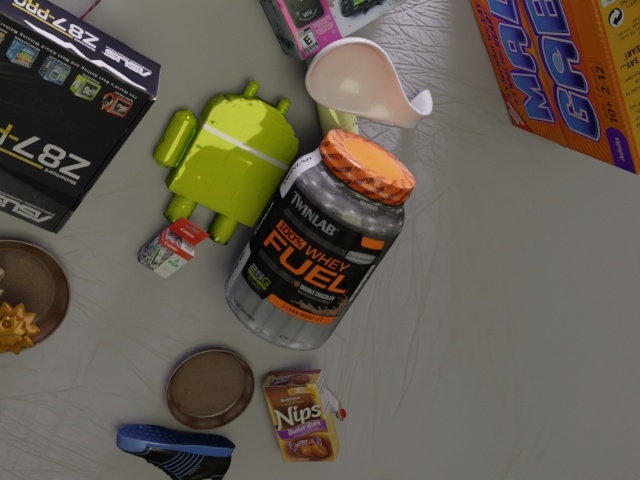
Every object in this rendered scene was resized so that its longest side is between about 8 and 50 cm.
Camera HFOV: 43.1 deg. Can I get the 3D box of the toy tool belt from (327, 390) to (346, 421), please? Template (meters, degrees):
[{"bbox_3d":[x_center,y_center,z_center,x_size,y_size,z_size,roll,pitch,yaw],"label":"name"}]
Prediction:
[{"bbox_3d":[0.008,0.329,1.601,0.051,0.052,0.083,-27,118,26],"label":"toy tool belt"}]

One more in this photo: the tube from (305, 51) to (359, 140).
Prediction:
[{"bbox_3d":[0.029,-0.212,1.390,0.062,0.070,0.240,-5,111,13],"label":"tube"}]

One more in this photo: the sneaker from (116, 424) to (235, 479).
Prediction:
[{"bbox_3d":[-0.272,0.403,1.498,0.232,0.081,0.091,16,96,-27],"label":"sneaker"}]

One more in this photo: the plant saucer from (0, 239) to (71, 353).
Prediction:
[{"bbox_3d":[-0.508,0.087,1.312,0.198,0.036,0.199,-7,111,-18],"label":"plant saucer"}]

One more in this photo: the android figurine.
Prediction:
[{"bbox_3d":[-0.146,-0.132,1.355,0.248,0.056,0.273,23,103,-26],"label":"android figurine"}]

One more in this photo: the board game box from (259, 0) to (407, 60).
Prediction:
[{"bbox_3d":[-0.012,-0.470,1.255,0.224,0.097,0.303,-31,116,-7],"label":"board game box"}]

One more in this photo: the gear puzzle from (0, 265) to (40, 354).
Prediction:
[{"bbox_3d":[-0.589,0.076,1.232,0.339,0.044,0.175,37,95,-15],"label":"gear puzzle"}]

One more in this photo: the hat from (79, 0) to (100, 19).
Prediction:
[{"bbox_3d":[-0.365,-0.297,1.231,0.208,0.184,0.173,-11,136,12],"label":"hat"}]

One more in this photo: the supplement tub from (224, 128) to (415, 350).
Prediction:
[{"bbox_3d":[0.000,0.000,1.340,0.207,0.207,0.338,19,116,-26],"label":"supplement tub"}]

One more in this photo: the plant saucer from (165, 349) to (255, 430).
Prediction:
[{"bbox_3d":[-0.206,0.273,1.504,0.168,0.029,0.169,-8,112,-19],"label":"plant saucer"}]

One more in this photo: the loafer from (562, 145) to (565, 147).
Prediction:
[{"bbox_3d":[0.566,-0.251,1.565,0.267,0.096,0.084,-34,154,-6],"label":"loafer"}]

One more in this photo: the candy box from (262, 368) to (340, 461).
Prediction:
[{"bbox_3d":[-0.035,0.338,1.555,0.109,0.053,0.187,-6,114,16],"label":"candy box"}]

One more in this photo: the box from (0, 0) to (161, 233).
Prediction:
[{"bbox_3d":[-0.469,-0.209,1.113,0.394,0.097,0.318,28,128,-27],"label":"box"}]

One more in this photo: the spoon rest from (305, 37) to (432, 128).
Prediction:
[{"bbox_3d":[0.093,-0.249,1.336,0.276,0.084,0.137,15,133,-43],"label":"spoon rest"}]

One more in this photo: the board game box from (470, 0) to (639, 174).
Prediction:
[{"bbox_3d":[0.503,-0.386,1.335,0.356,0.356,0.356,-31,118,-8],"label":"board game box"}]

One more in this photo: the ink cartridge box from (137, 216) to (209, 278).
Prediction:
[{"bbox_3d":[-0.247,0.013,1.359,0.115,0.029,0.063,-34,125,29],"label":"ink cartridge box"}]
